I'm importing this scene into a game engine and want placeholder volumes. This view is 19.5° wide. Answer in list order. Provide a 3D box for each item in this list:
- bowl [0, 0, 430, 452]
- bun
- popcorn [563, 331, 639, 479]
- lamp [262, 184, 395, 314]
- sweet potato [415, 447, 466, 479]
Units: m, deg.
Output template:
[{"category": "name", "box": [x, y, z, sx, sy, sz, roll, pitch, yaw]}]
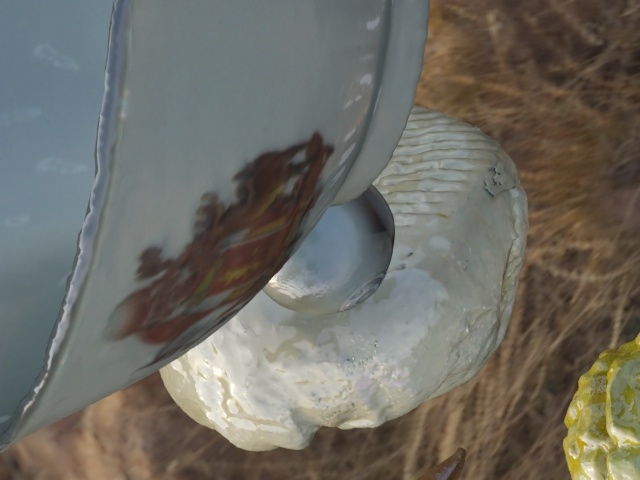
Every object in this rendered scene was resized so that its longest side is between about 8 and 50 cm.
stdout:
[{"category": "bowl", "box": [-0.059, -0.088, 0.693, 0.157, 0.337, 0.337, 2, 103, -25]}, {"category": "bun", "box": [0.018, 0.038, 1.538, 0.359, 0.360, 0.211, -8, 116, 20]}, {"category": "popcorn", "box": [0.357, 0.189, 1.792, 0.249, 0.249, 0.225, 48, 125, 6]}, {"category": "lamp", "box": [0.000, 0.000, 1.275, 0.105, 0.105, 0.105, 3, 100, 18]}, {"category": "sweet potato", "box": [0.091, 0.332, 1.874, 0.067, 0.059, 0.281, -16, 51, 38]}]
